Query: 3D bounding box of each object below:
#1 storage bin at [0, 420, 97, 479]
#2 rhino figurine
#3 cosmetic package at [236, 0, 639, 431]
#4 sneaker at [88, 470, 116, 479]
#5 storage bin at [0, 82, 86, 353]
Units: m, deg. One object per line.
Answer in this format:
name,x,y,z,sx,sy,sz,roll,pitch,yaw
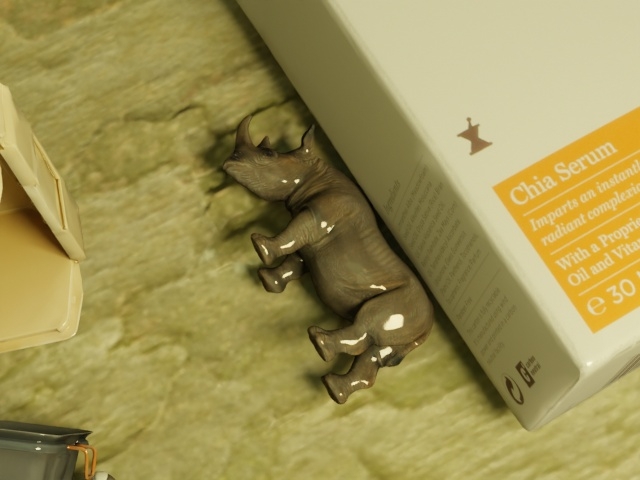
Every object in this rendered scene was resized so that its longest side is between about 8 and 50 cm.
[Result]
storage bin,-0.219,0.183,1.081,0.098,0.135,0.091,6,85,4
rhino figurine,0.000,0.000,1.151,0.106,0.073,0.243,-26,71,-15
cosmetic package,0.139,-0.114,1.116,0.230,0.161,0.453,-29,74,-18
sneaker,-0.133,0.246,1.101,0.065,0.061,0.158,-12,72,-30
storage bin,-0.320,0.005,1.065,0.260,0.262,0.123,-12,71,-1
